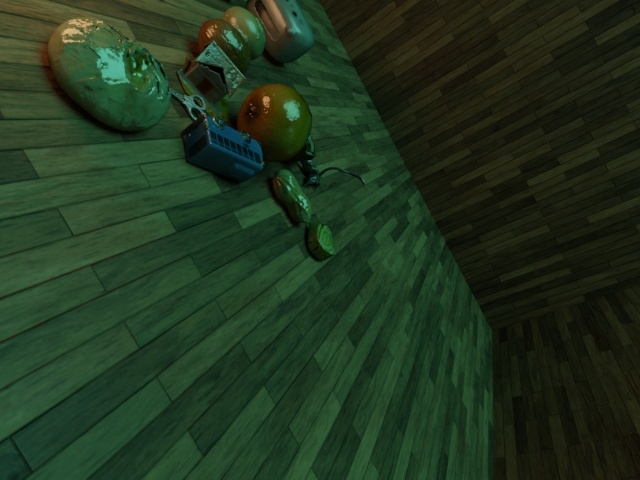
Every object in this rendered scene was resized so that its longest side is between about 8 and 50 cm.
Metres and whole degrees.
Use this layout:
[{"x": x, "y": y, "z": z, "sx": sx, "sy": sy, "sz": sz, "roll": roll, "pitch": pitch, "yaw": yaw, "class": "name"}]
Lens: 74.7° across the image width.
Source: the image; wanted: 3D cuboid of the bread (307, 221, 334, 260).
[{"x": 0.000, "y": 0.000, "z": 1.577, "sx": 0.117, "sy": 0.064, "sz": 0.156, "roll": 48, "pitch": 29, "yaw": -37, "class": "bread"}]

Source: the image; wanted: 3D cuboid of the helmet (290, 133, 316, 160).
[{"x": -0.110, "y": -0.399, "z": 1.668, "sx": 0.224, "sy": 0.130, "sz": 0.199, "roll": -5, "pitch": 74, "yaw": -74, "class": "helmet"}]

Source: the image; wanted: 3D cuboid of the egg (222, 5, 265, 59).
[{"x": -0.303, "y": -0.818, "z": 1.660, "sx": 0.202, "sy": 0.164, "sz": 0.164, "roll": 56, "pitch": 26, "yaw": -30, "class": "egg"}]

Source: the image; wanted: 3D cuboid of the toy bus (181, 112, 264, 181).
[{"x": -0.282, "y": -0.264, "z": 1.254, "sx": 0.234, "sy": 0.116, "sz": 0.134, "roll": 17, "pitch": 52, "yaw": -53, "class": "toy bus"}]

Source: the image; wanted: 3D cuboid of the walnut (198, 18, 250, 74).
[{"x": -0.337, "y": -0.667, "z": 1.466, "sx": 0.207, "sy": 0.167, "sz": 0.167, "roll": 52, "pitch": 28, "yaw": -31, "class": "walnut"}]

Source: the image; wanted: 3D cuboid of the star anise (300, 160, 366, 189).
[{"x": 0.049, "y": -0.276, "z": 1.764, "sx": 0.148, "sy": 0.227, "sz": 0.219, "roll": -88, "pitch": 153, "yaw": -55, "class": "star anise"}]

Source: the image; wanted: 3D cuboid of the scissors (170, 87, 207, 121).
[{"x": -0.420, "y": -0.428, "z": 1.255, "sx": 0.189, "sy": 0.015, "sz": 0.100, "roll": 27, "pitch": 53, "yaw": -42, "class": "scissors"}]

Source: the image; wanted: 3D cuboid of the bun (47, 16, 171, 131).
[{"x": -0.476, "y": -0.401, "z": 0.991, "sx": 0.287, "sy": 0.146, "sz": 0.287, "roll": 39, "pitch": 36, "yaw": -36, "class": "bun"}]

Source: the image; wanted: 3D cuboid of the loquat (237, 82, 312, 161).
[{"x": -0.159, "y": -0.398, "z": 1.429, "sx": 0.263, "sy": 0.263, "sz": 0.263, "roll": 42, "pitch": 33, "yaw": -36, "class": "loquat"}]

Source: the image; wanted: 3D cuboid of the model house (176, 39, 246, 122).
[{"x": -0.330, "y": -0.527, "z": 1.377, "sx": 0.219, "sy": 0.135, "sz": 0.208, "roll": 44, "pitch": 32, "yaw": -34, "class": "model house"}]

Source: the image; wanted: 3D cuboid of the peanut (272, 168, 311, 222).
[{"x": -0.099, "y": -0.156, "z": 1.508, "sx": 0.214, "sy": 0.090, "sz": 0.099, "roll": 56, "pitch": 15, "yaw": -13, "class": "peanut"}]

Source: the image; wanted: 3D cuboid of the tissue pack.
[{"x": -0.195, "y": -1.017, "z": 1.959, "sx": 0.333, "sy": 0.229, "sz": 0.236, "roll": 60, "pitch": 26, "yaw": -5, "class": "tissue pack"}]
